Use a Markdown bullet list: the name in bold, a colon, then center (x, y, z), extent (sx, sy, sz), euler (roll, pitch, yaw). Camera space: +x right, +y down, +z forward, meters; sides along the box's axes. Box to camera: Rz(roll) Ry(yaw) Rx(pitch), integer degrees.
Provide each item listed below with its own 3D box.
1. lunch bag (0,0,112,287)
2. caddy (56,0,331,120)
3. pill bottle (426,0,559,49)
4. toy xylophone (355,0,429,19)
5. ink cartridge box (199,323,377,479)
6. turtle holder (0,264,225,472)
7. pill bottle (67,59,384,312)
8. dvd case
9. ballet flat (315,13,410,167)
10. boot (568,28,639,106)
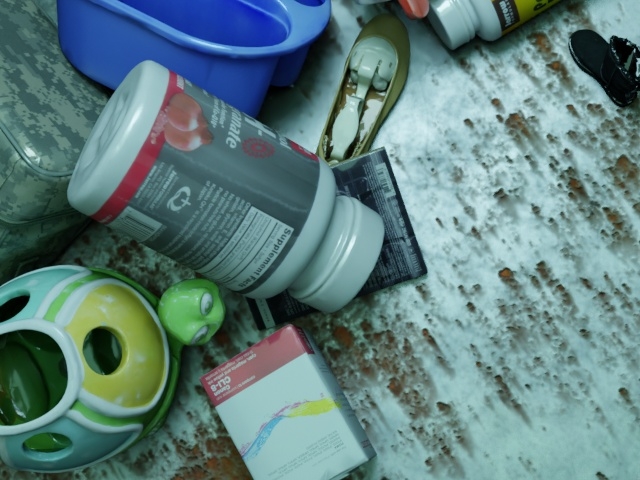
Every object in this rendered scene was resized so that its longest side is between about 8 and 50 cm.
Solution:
- **lunch bag**: center (-0.401, -0.119, 1.278), extent (0.305, 0.212, 0.256), euler (50, 122, 11)
- **caddy**: center (-0.155, -0.287, 1.239), extent (0.341, 0.179, 0.241), euler (27, 47, 11)
- **pill bottle**: center (0.230, -0.321, 1.270), extent (0.215, 0.117, 0.117), euler (-32, 78, 2)
- **toy xylophone**: center (0.081, -0.408, 1.194), extent (0.081, 0.236, 0.323), euler (-7, 42, 43)
- **ink cartridge box**: center (-0.033, 0.206, 1.217), extent (0.127, 0.128, 0.176), euler (-31, 78, 2)
- **turtle holder**: center (-0.270, 0.150, 1.201), extent (0.320, 0.227, 0.244), euler (6, 87, 7)
- **pill bottle**: center (-0.095, -0.044, 1.143), extent (0.318, 0.176, 0.176), euler (29, 85, -22)
- **dvd case**: center (0.000, 0.000, 1.268), extent (0.221, 0.018, 0.165), euler (-20, 104, 4)
- **ballet flat**: center (0.055, -0.179, 1.294), extent (0.080, 0.073, 0.232), euler (17, 84, 8)
- **boot**: center (0.344, -0.216, 1.246), extent (0.045, 0.099, 0.121), euler (-34, 78, 0)
